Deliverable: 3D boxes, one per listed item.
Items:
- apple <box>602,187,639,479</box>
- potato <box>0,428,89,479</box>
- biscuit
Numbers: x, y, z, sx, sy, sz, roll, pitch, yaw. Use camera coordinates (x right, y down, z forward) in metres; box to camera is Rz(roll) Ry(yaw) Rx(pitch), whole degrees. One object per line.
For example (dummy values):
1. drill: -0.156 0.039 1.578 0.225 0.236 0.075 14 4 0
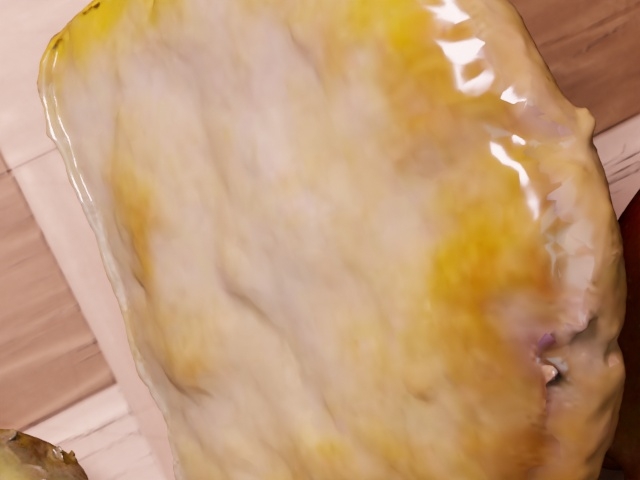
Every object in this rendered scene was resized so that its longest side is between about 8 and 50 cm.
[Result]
1. apple: 0.320 0.070 1.014 0.288 0.288 0.317 39 96 -11
2. potato: -0.289 0.209 0.946 0.296 0.141 0.192 -12 84 -16
3. biscuit: 0.001 0.000 0.894 0.104 0.446 0.429 -18 83 -39
